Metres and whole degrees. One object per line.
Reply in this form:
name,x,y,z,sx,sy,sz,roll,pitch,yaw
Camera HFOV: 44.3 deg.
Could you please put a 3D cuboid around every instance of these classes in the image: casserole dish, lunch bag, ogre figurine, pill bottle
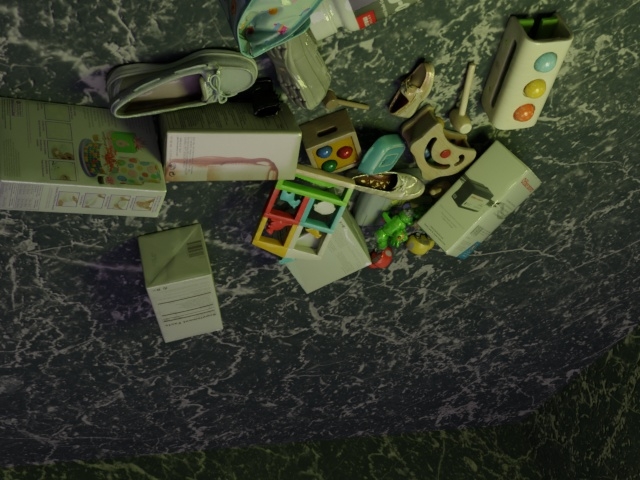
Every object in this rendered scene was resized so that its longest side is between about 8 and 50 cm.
casserole dish,0.161,-0.213,1.990,0.114,0.037,0.188,-56,163,23
lunch bag,-0.094,-0.487,1.407,0.160,0.223,0.262,4,141,-40
ogre figurine,0.219,-0.037,2.210,0.197,0.097,0.118,-19,166,28
pill bottle,0.094,-0.506,1.522,0.283,0.161,0.161,-24,145,8

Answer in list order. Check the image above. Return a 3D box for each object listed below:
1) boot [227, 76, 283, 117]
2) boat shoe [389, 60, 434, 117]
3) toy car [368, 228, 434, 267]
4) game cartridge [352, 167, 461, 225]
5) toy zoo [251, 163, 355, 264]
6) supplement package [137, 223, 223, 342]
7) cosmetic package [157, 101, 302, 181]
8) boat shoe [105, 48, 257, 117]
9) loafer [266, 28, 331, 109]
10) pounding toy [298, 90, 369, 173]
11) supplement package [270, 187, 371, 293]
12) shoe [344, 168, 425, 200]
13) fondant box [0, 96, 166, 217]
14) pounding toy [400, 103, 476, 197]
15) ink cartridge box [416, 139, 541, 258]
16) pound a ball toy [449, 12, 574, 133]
boot,-0.147,-0.311,1.739,0.121,0.099,0.045,-13,144,-7
boat shoe,0.215,-0.356,1.873,0.059,0.063,0.170,-5,145,-28
toy car,0.236,0.002,2.389,0.239,0.053,0.225,-19,146,1
game cartridge,0.249,-0.124,2.224,0.294,0.060,0.196,-4,139,-20
toy zoo,-0.054,-0.054,1.994,0.192,0.030,0.293,15,123,-17
supplement package,-0.381,0.121,2.166,0.175,0.178,0.293,-13,146,-9
cosmetic package,-0.207,-0.221,1.749,0.296,0.153,0.129,-2,126,-17
boat shoe,-0.286,-0.322,1.658,0.320,0.103,0.118,-9,145,-13
loafer,-0.056,-0.414,1.651,0.111,0.112,0.319,-50,148,-16
pounding toy,0.045,-0.261,1.901,0.181,0.094,0.206,-20,146,3
supplement package,0.000,0.000,2.157,0.203,0.149,0.194,-26,127,11
shoe,0.174,-0.148,2.083,0.219,0.077,0.058,6,-175,-9
fondant box,-0.507,-0.172,1.646,0.330,0.238,0.096,2,141,-26
pounding toy,0.325,-0.214,2.034,0.154,0.155,0.269,-27,142,8
ink cartridge box,0.436,-0.104,2.151,0.307,0.129,0.223,-47,159,12
pound a ball toy,0.455,-0.375,1.893,0.208,0.136,0.319,-8,144,-14
